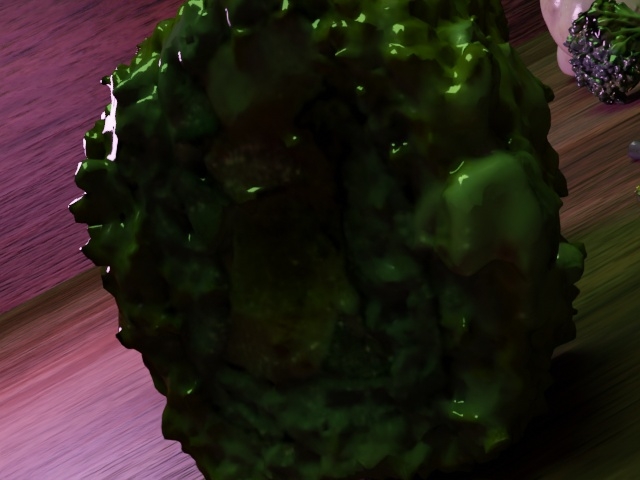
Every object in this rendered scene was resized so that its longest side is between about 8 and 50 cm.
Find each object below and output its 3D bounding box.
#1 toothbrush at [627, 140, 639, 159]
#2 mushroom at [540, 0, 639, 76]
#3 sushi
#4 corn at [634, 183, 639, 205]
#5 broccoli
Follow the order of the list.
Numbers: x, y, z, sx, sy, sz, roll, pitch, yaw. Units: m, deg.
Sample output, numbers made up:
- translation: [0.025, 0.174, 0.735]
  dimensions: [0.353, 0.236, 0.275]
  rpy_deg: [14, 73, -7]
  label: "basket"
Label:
- translation: [0.415, -0.097, 1.104]
  dimensions: [0.030, 0.030, 0.297]
  rpy_deg: [-2, 7, -8]
  label: "toothbrush"
- translation: [0.536, -0.421, 1.822]
  dimensions: [0.314, 0.314, 0.336]
  rpy_deg: [-29, -19, -11]
  label: "mushroom"
- translation: [0.021, -0.022, 0.747]
  dimensions: [0.351, 0.396, 0.240]
  rpy_deg: [-11, 13, 29]
  label: "sushi"
- translation: [0.368, -0.062, 1.024]
  dimensions: [0.092, 0.037, 0.037]
  rpy_deg: [-26, 11, -5]
  label: "corn"
- translation: [0.546, -0.316, 1.569]
  dimensions: [0.304, 0.165, 0.145]
  rpy_deg: [-14, -21, -4]
  label: "broccoli"
